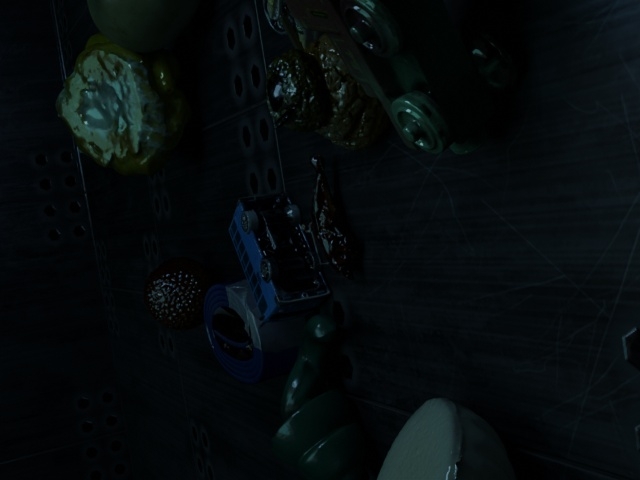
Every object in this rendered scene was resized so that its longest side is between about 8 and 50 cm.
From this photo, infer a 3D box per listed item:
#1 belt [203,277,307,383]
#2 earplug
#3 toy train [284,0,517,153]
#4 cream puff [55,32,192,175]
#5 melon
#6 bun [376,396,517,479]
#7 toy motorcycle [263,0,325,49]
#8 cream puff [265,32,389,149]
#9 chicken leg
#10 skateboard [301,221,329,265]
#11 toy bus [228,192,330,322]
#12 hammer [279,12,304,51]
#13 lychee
[{"bbox_3d":[-0.139,0.179,1.731,0.347,0.117,0.213,-1,100,65],"label":"belt"},{"bbox_3d":[0.010,0.295,1.472,0.257,0.164,0.280,-41,69,19],"label":"earplug"},{"bbox_3d":[0.087,-0.233,0.977,0.221,0.150,0.304,28,158,54],"label":"toy train"},{"bbox_3d":[-0.457,-0.342,2.053,0.378,0.275,0.378,9,107,31],"label":"cream puff"},{"bbox_3d":[-0.380,-0.554,1.790,0.272,0.271,0.308,49,143,47],"label":"melon"},{"bbox_3d":[0.184,0.356,1.098,0.263,0.175,0.263,-61,10,19],"label":"bun"},{"bbox_3d":[-0.025,-0.456,1.270,0.223,0.107,0.341,41,142,37],"label":"toy motorcycle"},{"bbox_3d":[-0.003,-0.220,1.239,0.183,0.169,0.183,29,124,57],"label":"cream puff"},{"bbox_3d":[0.019,-0.035,1.402,0.089,0.048,0.219,-42,61,57],"label":"chicken leg"},{"bbox_3d":[0.000,0.000,1.480,0.064,0.032,0.083,-33,67,52],"label":"skateboard"},{"bbox_3d":[-0.082,0.038,1.561,0.234,0.116,0.133,67,149,27],"label":"toy bus"},{"bbox_3d":[-0.039,-0.304,1.306,0.060,0.028,0.195,28,169,23],"label":"hammer"},{"bbox_3d":[-0.344,0.132,2.061,0.194,0.194,0.194,34,129,56],"label":"lychee"}]
